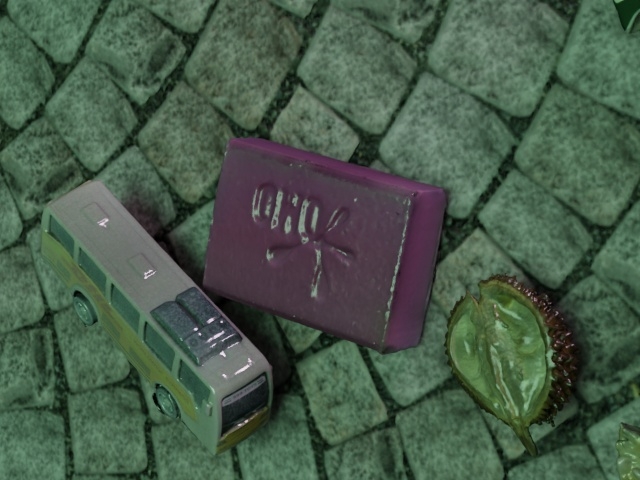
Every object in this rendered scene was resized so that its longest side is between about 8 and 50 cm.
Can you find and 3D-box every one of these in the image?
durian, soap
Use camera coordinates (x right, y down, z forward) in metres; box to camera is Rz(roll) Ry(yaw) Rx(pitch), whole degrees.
[{"bbox_3d":[0.207,0.125,1.747,0.148,0.091,0.188,-24,68,43],"label":"durian"},{"bbox_3d":[-0.001,0.000,1.882,0.259,0.081,0.181,19,103,31],"label":"soap"}]

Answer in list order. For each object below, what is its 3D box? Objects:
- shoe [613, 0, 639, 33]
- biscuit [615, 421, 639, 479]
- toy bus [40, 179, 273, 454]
[{"bbox_3d":[0.387,-0.254,1.613,0.265,0.095,0.110,1,99,39],"label":"shoe"},{"bbox_3d":[0.405,0.275,1.634,0.281,0.084,0.179,17,107,33],"label":"biscuit"},{"bbox_3d":[-0.187,0.083,1.969,0.342,0.097,0.138,45,147,24],"label":"toy bus"}]
